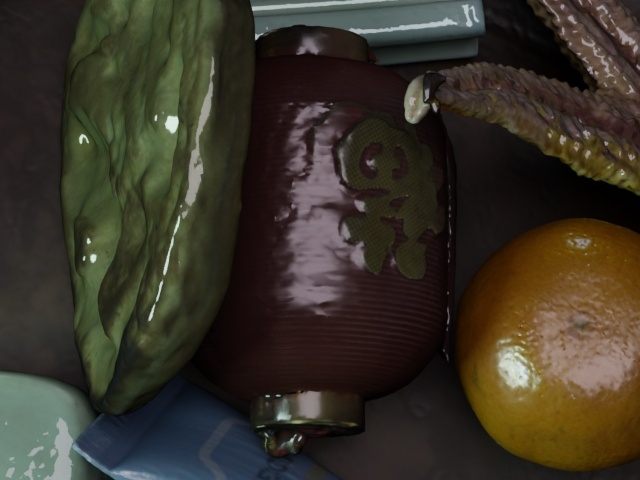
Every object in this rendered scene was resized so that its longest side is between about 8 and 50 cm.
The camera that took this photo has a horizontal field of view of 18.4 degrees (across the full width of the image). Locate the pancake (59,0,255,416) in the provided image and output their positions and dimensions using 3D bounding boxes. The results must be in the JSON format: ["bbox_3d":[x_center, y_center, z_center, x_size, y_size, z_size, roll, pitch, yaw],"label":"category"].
[{"bbox_3d":[-0.101,-0.043,1.142,0.049,0.294,0.294,8,75,-22],"label":"pancake"}]

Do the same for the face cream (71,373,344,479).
[{"bbox_3d":[0.033,0.205,1.177,0.385,0.135,0.086,35,115,2],"label":"face cream"}]

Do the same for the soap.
[{"bbox_3d":[0.001,-0.172,1.279,0.198,0.066,0.119,-5,75,-5],"label":"soap"}]

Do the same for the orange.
[{"bbox_3d":[0.158,0.065,1.207,0.156,0.124,0.156,-2,72,6],"label":"orange"}]

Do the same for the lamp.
[{"bbox_3d":[0.000,0.000,1.187,0.180,0.180,0.258,0,78,-4],"label":"lamp"}]

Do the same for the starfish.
[{"bbox_3d":[0.220,-0.097,1.212,0.384,0.132,0.398,26,58,-22],"label":"starfish"}]

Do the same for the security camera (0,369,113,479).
[{"bbox_3d":[-0.275,0.142,1.180,0.301,0.080,0.157,6,79,0],"label":"security camera"}]
